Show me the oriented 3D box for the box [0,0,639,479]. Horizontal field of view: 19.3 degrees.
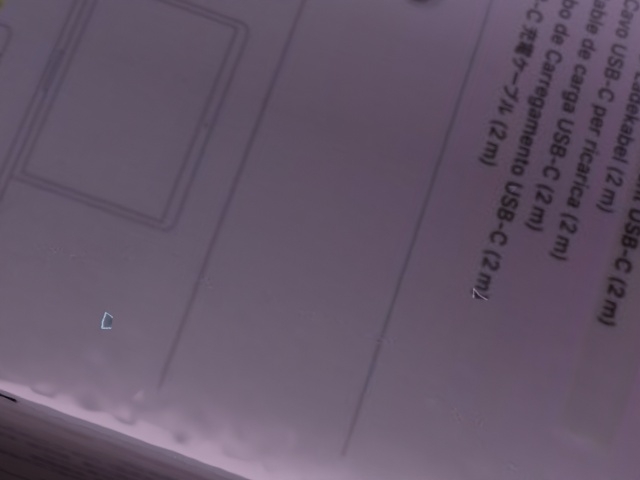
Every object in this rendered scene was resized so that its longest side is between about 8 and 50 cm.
[{"bbox_3d":[-0.010,-0.011,0.564,0.252,0.106,0.203,20,65,-2],"label":"box"}]
